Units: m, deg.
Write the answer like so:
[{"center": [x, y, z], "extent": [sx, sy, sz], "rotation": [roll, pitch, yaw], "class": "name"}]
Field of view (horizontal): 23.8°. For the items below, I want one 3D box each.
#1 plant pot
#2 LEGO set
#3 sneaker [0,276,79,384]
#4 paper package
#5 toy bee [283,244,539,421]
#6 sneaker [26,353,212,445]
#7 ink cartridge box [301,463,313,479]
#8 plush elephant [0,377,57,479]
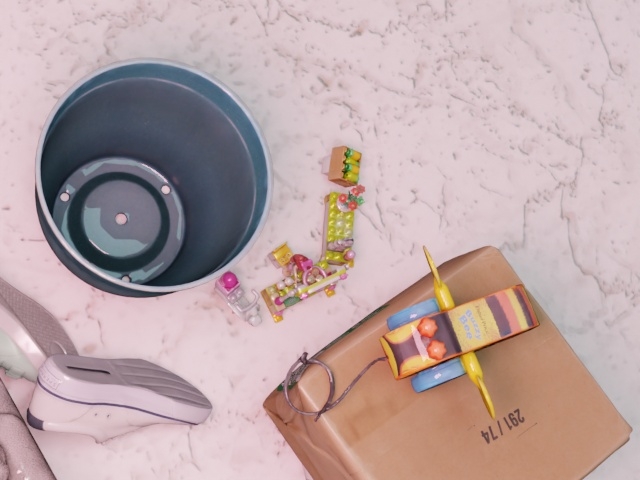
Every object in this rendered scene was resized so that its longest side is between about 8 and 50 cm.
[{"center": [-0.218, -0.050, 1.820], "extent": [0.271, 0.255, 0.272], "rotation": [4, 77, -16], "class": "plant pot"}, {"center": [0.000, 0.000, 1.957], "extent": [0.132, 0.107, 0.287], "rotation": [43, 70, -5], "class": "LEGO set"}, {"center": [-0.406, 0.131, 1.827], "extent": [0.151, 0.094, 0.256], "rotation": [-36, 116, 16], "class": "sneaker"}, {"center": [0.151, 0.213, 1.830], "extent": [0.325, 0.168, 0.309], "rotation": [-35, 87, -22], "class": "paper package"}, {"center": [0.133, 0.121, 1.675], "extent": [0.298, 0.162, 0.195], "rotation": [-42, 91, -23], "class": "toy bee"}, {"center": [-0.245, 0.197, 1.824], "extent": [0.258, 0.094, 0.091], "rotation": [17, 111, -43], "class": "sneaker"}, {"center": [0.069, 0.298, 1.922], "extent": [0.158, 0.092, 0.218], "rotation": [-13, 80, -20], "class": "ink cartridge box"}, {"center": [-0.444, 0.261, 1.684], "extent": [0.255, 0.272, 0.330], "rotation": [-29, 89, -13], "class": "plush elephant"}]
